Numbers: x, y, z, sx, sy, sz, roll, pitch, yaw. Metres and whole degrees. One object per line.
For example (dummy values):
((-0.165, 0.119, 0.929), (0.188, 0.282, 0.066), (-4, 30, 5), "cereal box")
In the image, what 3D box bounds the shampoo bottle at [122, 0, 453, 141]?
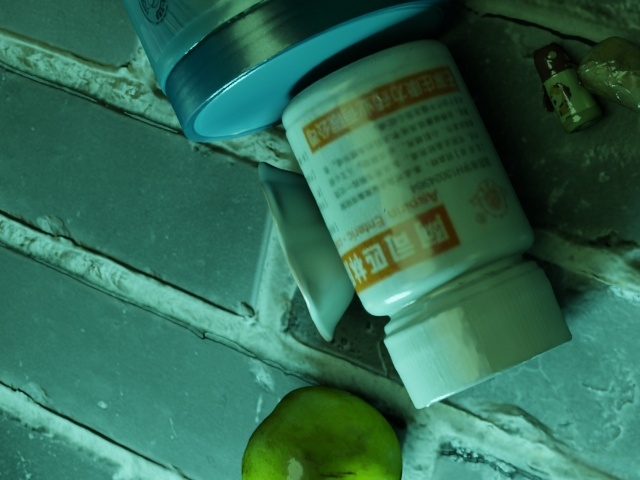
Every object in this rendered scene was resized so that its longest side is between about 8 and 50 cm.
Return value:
((-0.071, -0.334, 1.891), (0.331, 0.331, 0.342), (-31, 79, 34), "shampoo bottle")

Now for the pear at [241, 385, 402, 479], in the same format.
((0.000, 0.272, 2.049), (0.200, 0.200, 0.200), (7, 103, 33), "pear")

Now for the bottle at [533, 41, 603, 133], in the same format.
((0.266, -0.168, 1.863), (0.063, 0.047, 0.101), (-32, 79, 25), "bottle")

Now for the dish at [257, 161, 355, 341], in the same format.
((0.000, 0.000, 2.014), (0.081, 0.229, 0.229), (-21, 87, 2), "dish")

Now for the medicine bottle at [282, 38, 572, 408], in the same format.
((0.118, -0.018, 1.892), (0.211, 0.211, 0.371), (-28, 82, 35), "medicine bottle")

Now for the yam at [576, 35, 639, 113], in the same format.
((0.431, -0.129, 1.740), (0.357, 0.081, 0.081), (26, 113, 29), "yam")
